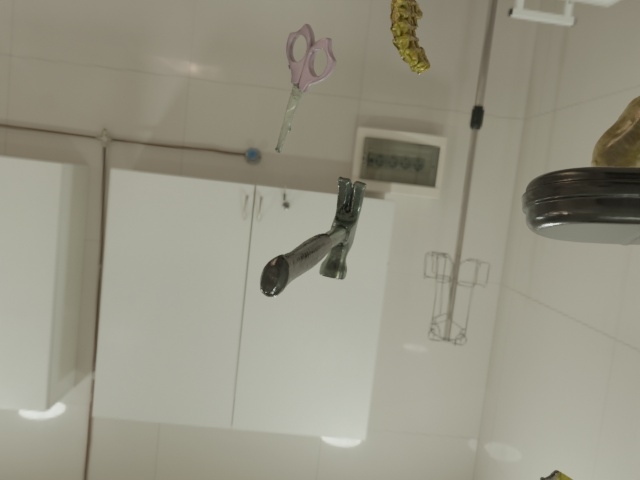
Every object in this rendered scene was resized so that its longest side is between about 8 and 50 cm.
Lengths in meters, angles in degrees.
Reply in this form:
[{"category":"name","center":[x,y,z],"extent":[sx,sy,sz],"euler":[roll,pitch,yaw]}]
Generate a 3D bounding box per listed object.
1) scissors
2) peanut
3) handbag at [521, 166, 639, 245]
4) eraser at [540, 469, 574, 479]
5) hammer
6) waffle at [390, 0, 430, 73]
[{"category":"scissors","center":[-0.038,-0.240,0.881],"extent":[0.021,0.212,0.110],"euler":[-14,-135,-44]},{"category":"peanut","center":[0.668,-0.210,1.138],"extent":[0.129,0.224,0.129],"euler":[34,-169,-8]},{"category":"handbag","center":[0.507,-0.050,0.918],"extent":[0.307,0.093,0.254],"euler":[4,170,19]},{"category":"eraser","center":[0.545,0.592,1.067],"extent":[0.226,0.069,0.158],"euler":[32,-140,7]},{"category":"hammer","center":[0.000,0.000,0.437],"extent":[0.029,0.103,0.246],"euler":[16,-171,11]},{"category":"waffle","center":[0.200,-0.481,1.217],"extent":[0.051,0.194,0.149],"euler":[-12,153,29]}]
